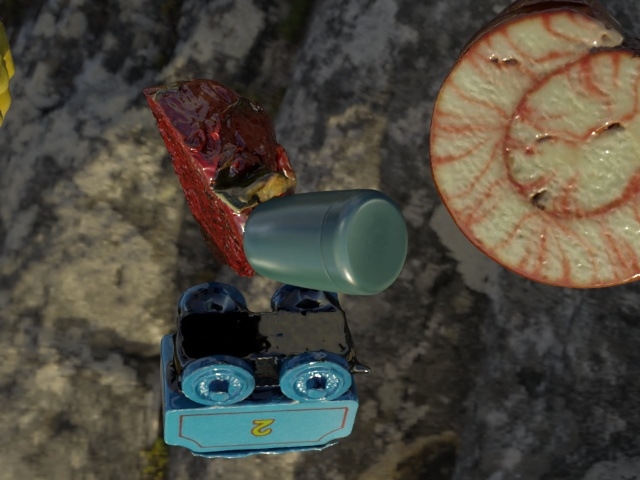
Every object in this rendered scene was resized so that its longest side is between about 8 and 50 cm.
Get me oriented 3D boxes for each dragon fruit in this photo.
[{"bbox_3d":[-0.094,-0.080,1.609,0.152,0.317,0.205,-30,50,-14],"label":"dragon fruit"}]

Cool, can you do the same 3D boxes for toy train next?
[{"bbox_3d":[-0.085,0.196,1.768,0.265,0.300,0.188,100,165,-48],"label":"toy train"}]

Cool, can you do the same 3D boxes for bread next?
[{"bbox_3d":[0.279,-0.102,1.312,0.327,0.114,0.295,38,113,1],"label":"bread"}]

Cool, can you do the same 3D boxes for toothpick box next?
[{"bbox_3d":[0.000,0.000,1.383,0.184,0.120,0.120,2,81,45],"label":"toothpick box"}]

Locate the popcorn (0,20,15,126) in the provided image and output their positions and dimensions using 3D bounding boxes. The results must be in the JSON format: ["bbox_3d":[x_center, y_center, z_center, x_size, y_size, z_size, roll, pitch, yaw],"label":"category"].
[{"bbox_3d":[-0.324,-0.103,0.834,0.226,0.200,0.203,5,105,0],"label":"popcorn"}]
